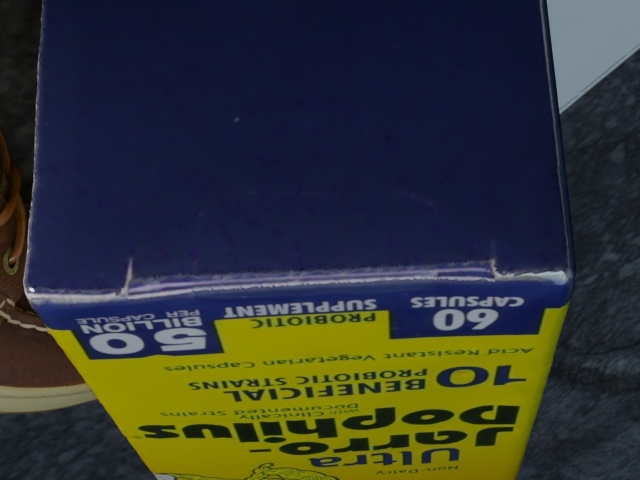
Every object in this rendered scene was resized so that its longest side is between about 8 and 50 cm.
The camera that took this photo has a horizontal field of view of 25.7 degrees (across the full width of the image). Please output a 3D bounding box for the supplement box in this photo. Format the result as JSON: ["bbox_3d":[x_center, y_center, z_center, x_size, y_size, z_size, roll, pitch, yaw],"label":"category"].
[{"bbox_3d":[0.000,0.000,0.674,0.194,0.195,0.356,-3,157,3],"label":"supplement box"}]

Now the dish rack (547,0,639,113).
[{"bbox_3d":[0.112,-0.153,0.793,0.333,0.072,0.285,-39,145,14],"label":"dish rack"}]

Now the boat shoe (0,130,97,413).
[{"bbox_3d":[-0.198,-0.006,0.706,0.342,0.123,0.123,21,122,-41],"label":"boat shoe"}]
